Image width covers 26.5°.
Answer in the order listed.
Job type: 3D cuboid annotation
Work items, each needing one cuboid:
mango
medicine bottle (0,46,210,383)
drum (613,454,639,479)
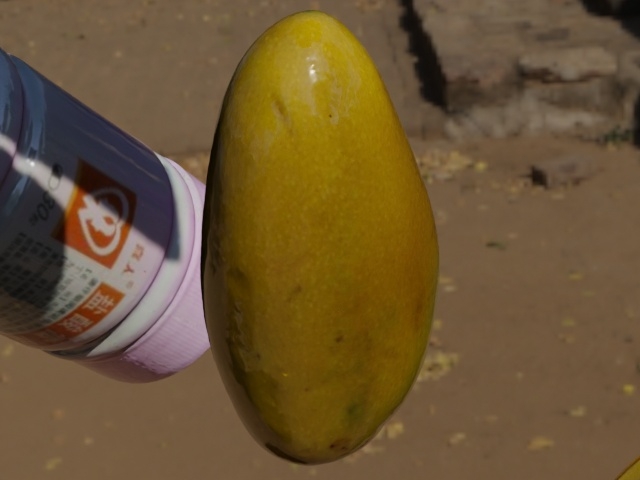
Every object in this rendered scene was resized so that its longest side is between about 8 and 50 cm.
[{"bbox_3d":[0.000,0.000,0.682,0.113,0.253,0.138,19,41,29],"label":"mango"},{"bbox_3d":[-0.226,-0.016,1.118,0.202,0.202,0.316,14,-13,39],"label":"medicine bottle"},{"bbox_3d":[0.403,0.300,1.094,0.431,0.214,0.431,-34,13,9],"label":"drum"}]
